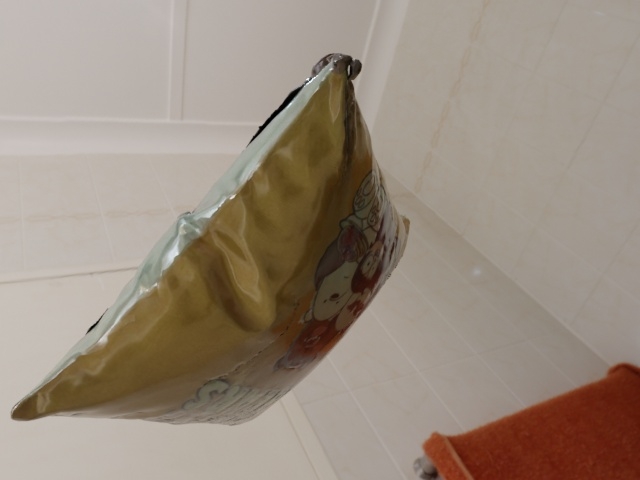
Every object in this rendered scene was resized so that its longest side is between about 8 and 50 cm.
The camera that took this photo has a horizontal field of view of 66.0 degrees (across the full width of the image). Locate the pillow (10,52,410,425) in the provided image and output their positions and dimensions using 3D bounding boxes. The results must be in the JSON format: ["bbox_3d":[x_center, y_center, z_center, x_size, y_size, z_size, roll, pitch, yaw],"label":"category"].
[{"bbox_3d":[-0.040,0.044,0.434,0.312,0.119,0.310,-47,-23,-3],"label":"pillow"}]
